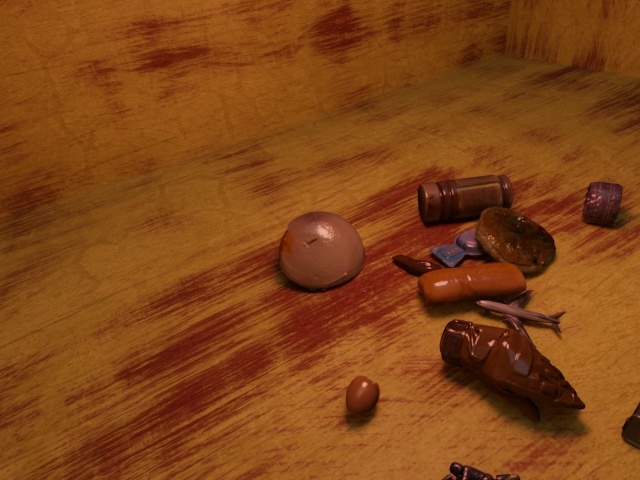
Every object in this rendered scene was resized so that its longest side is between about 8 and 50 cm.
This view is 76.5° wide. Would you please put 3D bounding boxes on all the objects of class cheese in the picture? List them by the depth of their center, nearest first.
[{"bbox_3d":[0.509,0.019,1.406,0.244,0.052,0.135,-22,37,-16],"label":"cheese"}]

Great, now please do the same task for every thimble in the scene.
[{"bbox_3d":[0.991,-0.133,1.431,0.097,0.150,0.150,10,41,26],"label":"thimble"}]

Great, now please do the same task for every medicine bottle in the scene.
[{"bbox_3d":[0.549,-0.162,1.554,0.322,0.151,0.151,-7,37,3],"label":"medicine bottle"}]

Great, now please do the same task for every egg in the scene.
[{"bbox_3d":[0.101,0.381,0.990,0.080,0.080,0.097,9,54,23],"label":"egg"},{"bbox_3d":[0.000,0.000,1.420,0.336,0.201,0.337,-5,39,4],"label":"egg"}]

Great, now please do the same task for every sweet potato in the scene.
[{"bbox_3d":[0.317,0.084,1.364,0.182,0.053,0.054,17,83,34],"label":"sweet potato"}]

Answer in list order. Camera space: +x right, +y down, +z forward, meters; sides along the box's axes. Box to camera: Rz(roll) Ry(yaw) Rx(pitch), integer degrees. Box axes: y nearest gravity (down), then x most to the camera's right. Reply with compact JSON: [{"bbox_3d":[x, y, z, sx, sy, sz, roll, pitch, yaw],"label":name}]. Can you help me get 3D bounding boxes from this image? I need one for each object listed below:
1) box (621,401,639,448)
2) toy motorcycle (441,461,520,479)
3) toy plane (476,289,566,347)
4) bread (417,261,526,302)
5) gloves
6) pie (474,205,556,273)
[{"bbox_3d":[0.706,0.397,0.841,0.122,0.084,0.069,25,41,36],"label":"box"},{"bbox_3d":[0.303,0.501,0.801,0.193,0.061,0.124,-15,43,6],"label":"toy motorcycle"},{"bbox_3d":[0.559,0.205,1.142,0.226,0.058,0.226,4,36,23],"label":"toy plane"},{"bbox_3d":[0.451,0.123,1.225,0.304,0.091,0.142,-7,15,1],"label":"bread"},{"bbox_3d":[0.452,0.299,0.971,0.331,0.141,0.154,21,45,34],"label":"gloves"},{"bbox_3d":[0.643,-0.009,1.351,0.276,0.079,0.277,8,43,-8],"label":"pie"}]
